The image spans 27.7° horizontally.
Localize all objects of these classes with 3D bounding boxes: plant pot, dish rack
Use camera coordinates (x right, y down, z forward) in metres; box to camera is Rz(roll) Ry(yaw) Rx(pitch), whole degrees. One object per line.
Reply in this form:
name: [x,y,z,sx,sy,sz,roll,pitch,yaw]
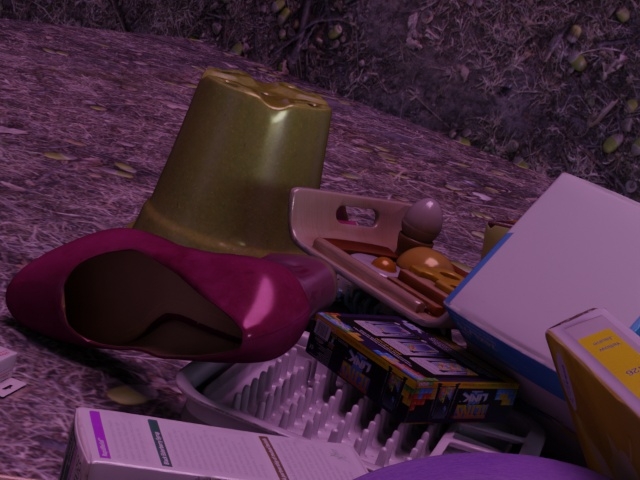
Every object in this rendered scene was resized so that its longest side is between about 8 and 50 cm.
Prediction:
plant pot: [-0.102,-0.089,1.758,0.276,0.254,0.276,16,15,-4]
dish rack: [0.039,0.186,1.258,0.332,0.072,0.285,20,16,13]

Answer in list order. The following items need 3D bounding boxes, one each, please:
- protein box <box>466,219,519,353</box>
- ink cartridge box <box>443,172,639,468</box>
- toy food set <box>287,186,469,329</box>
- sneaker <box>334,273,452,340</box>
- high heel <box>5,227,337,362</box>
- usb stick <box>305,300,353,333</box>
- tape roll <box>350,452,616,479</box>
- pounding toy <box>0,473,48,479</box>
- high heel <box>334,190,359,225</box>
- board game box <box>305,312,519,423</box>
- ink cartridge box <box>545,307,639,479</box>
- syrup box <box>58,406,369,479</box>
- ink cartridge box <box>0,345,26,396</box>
protein box: [0.300,0.082,1.644,0.136,0.200,0.201,14,10,35]
ink cartridge box: [0.297,0.112,1.333,0.197,0.198,0.270,30,-20,45]
toy food set: [0.132,0.018,1.500,0.219,0.092,0.306,7,17,-43]
sneaker: [0.071,0.092,1.642,0.122,0.110,0.283,-13,27,-19]
high heel: [-0.182,0.059,1.240,0.377,0.127,0.181,-7,9,25]
usb stick: [-0.095,0.068,1.489,0.278,0.045,0.077,13,16,-14]
tape roll: [0.107,0.249,0.881,0.274,0.090,0.275,-5,19,2]
pounding toy: [-0.260,0.222,0.734,0.206,0.181,0.094,11,-24,-19]
high heel: [0.000,0.000,1.954,0.117,0.082,0.244,-17,36,-5]
board game box: [0.090,0.127,1.303,0.141,0.048,0.170,7,16,-38]
ink cartridge box: [0.285,0.237,0.945,0.072,0.304,0.307,-21,21,-4]
syrup box: [-0.083,0.204,1.010,0.236,0.093,0.096,11,16,-19]
ink cartridge box: [-0.318,0.114,1.214,0.083,0.028,0.048,20,15,12]
